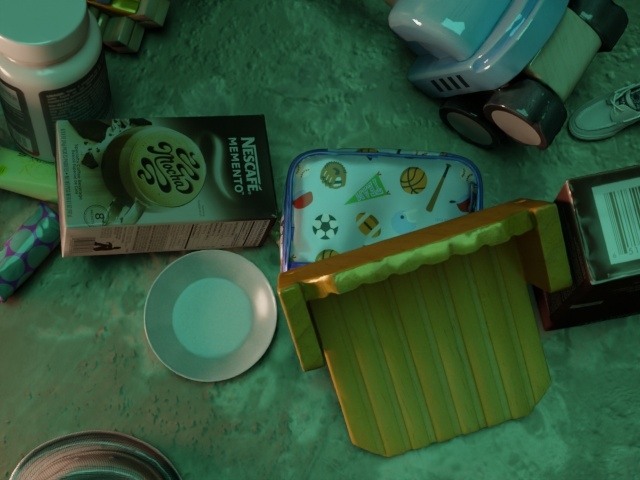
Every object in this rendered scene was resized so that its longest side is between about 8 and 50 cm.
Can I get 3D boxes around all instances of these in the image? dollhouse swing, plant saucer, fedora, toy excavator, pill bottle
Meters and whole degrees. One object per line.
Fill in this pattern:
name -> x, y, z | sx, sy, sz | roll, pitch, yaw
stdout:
dollhouse swing -> 0.152, 0.140, 1.572 | 0.346, 0.315, 0.305 | -16, 94, 0
plant saucer -> -0.158, 0.111, 1.775 | 0.194, 0.037, 0.195 | -1, 76, 3
fedora -> -0.322, 0.379, 1.672 | 0.275, 0.124, 0.244 | 3, 76, 3
toy excavator -> 0.149, -0.350, 1.760 | 0.445, 0.433, 0.222 | 39, 80, -18
pill bottle -> -0.385, -0.248, 1.729 | 0.161, 0.283, 0.161 | 2, 62, -4

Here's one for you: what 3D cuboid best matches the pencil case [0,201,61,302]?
pencil case -> -0.440, 0.016, 1.794 | 0.152, 0.064, 0.070 | -48, 44, -9

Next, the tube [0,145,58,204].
tube -> -0.408, -0.089, 1.818 | 0.240, 0.070, 0.062 | 16, 88, 7

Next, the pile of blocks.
pile of blocks -> -0.418, -0.361, 1.841 | 0.362, 0.149, 0.113 | 14, 77, 5

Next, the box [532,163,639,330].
box -> 0.394, 0.014, 1.600 | 0.191, 0.381, 0.143 | -11, 79, 0

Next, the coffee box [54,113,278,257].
coffee box -> -0.222, -0.079, 1.736 | 0.297, 0.119, 0.168 | -4, 69, -16

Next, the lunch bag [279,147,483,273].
lunch bag -> 0.093, -0.006, 1.734 | 0.303, 0.115, 0.243 | 3, 85, -4

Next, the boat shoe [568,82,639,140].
boat shoe -> 0.456, -0.200, 1.800 | 0.184, 0.063, 0.066 | -13, 74, 13

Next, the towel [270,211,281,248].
towel -> 0.000, 0.000, 1.797 | 0.148, 0.027, 0.110 | 45, 81, 5
